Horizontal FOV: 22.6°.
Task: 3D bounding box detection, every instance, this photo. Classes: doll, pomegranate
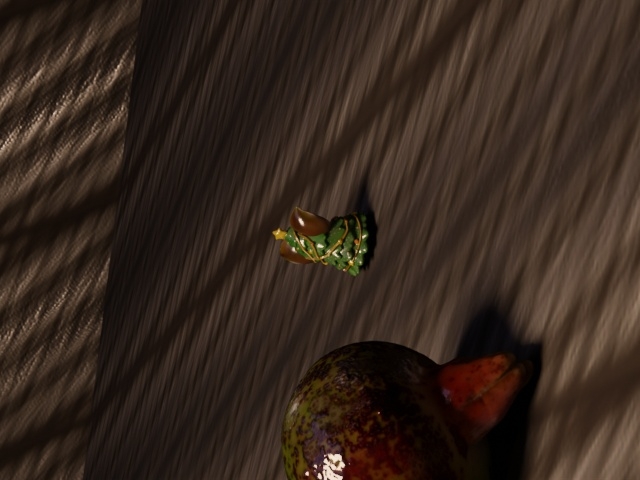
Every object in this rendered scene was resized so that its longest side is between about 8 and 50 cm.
[{"bbox_3d":[0.006,0.007,1.853,0.077,0.113,0.078,62,145,38],"label":"doll"},{"bbox_3d":[0.087,0.174,1.442,0.248,0.214,0.214,-34,43,23],"label":"pomegranate"}]
